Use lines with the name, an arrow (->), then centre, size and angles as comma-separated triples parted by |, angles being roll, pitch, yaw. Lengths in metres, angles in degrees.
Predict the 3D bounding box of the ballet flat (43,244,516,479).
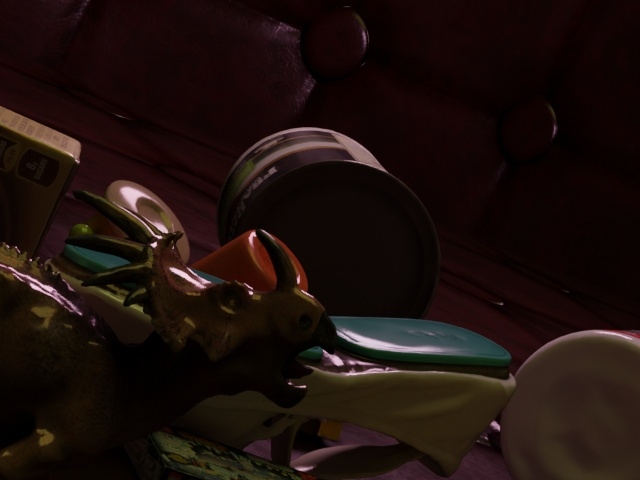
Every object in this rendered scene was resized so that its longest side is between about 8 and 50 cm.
ballet flat -> -0.027, 0.105, 1.259 | 0.400, 0.139, 0.139 | 14, 12, -36

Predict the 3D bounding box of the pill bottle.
pill bottle -> 0.293, 0.171, 1.649 | 0.176, 0.176, 0.318 | 28, 8, 22

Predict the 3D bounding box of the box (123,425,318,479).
box -> -0.054, 0.160, 1.155 | 0.137, 0.027, 0.094 | 22, 7, -22

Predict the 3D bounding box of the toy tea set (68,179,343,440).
toy tea set -> -0.121, 0.070, 1.409 | 0.336, 0.124, 0.200 | 22, 36, -46

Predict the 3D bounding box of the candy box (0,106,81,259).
candy box -> -0.322, -0.036, 1.051 | 0.316, 0.183, 0.087 | 24, 6, -10

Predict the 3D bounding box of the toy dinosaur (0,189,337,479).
toy dinosaur -> -0.161, 0.049, 0.913 | 0.295, 0.200, 0.127 | 20, 9, -31

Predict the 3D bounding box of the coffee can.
coffee can -> 0.000, 0.000, 1.808 | 0.201, 0.201, 0.275 | 24, 7, -10
